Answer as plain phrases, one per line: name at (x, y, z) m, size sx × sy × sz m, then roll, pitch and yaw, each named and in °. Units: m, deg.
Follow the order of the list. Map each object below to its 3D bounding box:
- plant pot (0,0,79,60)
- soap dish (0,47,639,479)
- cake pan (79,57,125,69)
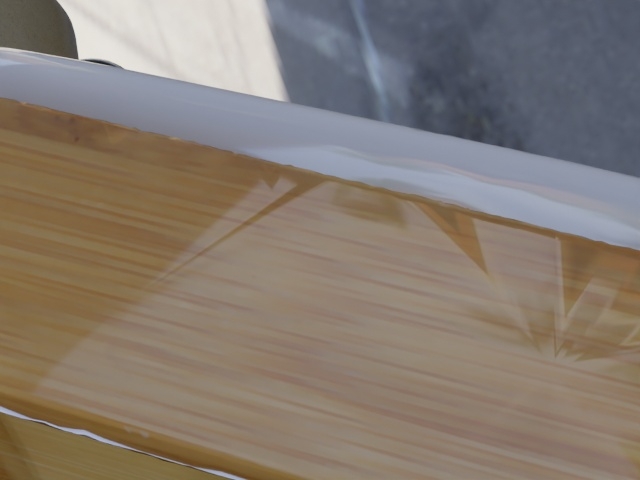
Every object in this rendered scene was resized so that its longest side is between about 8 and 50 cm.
plant pot at (-0.300, -0.126, 1.495) m, size 0.284 × 0.191 × 0.284 m, roll 28°, pitch 163°, yaw 9°
soap dish at (0.006, 0.064, 0.588) m, size 0.290 × 0.118 × 0.229 m, roll 14°, pitch 150°, yaw 17°
cake pan at (-0.259, -0.033, 1.727) m, size 0.054 × 0.293 × 0.293 m, roll 18°, pitch -149°, yaw -43°
